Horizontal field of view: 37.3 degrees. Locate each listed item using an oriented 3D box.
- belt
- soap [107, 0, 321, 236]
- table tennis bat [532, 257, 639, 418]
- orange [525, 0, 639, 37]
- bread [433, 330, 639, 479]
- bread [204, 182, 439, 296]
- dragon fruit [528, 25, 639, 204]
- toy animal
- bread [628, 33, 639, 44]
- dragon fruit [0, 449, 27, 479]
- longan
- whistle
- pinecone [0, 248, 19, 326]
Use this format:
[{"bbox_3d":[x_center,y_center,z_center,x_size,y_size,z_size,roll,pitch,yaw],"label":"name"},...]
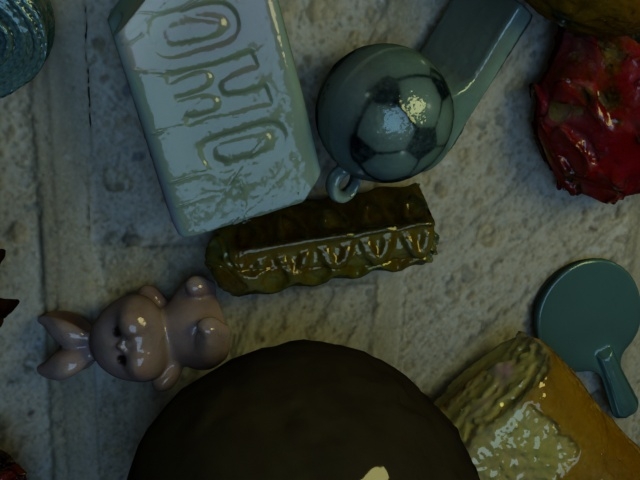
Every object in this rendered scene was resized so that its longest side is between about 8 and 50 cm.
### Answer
[{"bbox_3d":[-0.348,-0.218,0.935,0.148,0.082,0.163,-38,116,11],"label":"belt"},{"bbox_3d":[-0.113,-0.167,1.002,0.173,0.095,0.289,-18,111,-9],"label":"soap"},{"bbox_3d":[0.367,0.133,1.253,0.149,0.038,0.237,-29,108,-6],"label":"table tennis bat"},{"bbox_3d":[0.311,-0.332,0.970,0.264,0.264,0.264,-4,108,-13],"label":"orange"},{"bbox_3d":[0.299,0.310,1.222,0.236,0.165,0.375,-44,111,0],"label":"bread"},{"bbox_3d":[0.000,0.001,1.089,0.270,0.087,0.098,-10,110,-11],"label":"bread"},{"bbox_3d":[0.354,-0.136,1.103,0.261,0.189,0.163,45,66,-25],"label":"dragon fruit"},{"bbox_3d":[-0.211,0.114,1.058,0.213,0.124,0.124,-11,110,-14],"label":"toy animal"},{"bbox_3d":[0.456,-0.193,1.114,0.102,0.138,0.196,-41,110,6],"label":"bread"},{"bbox_3d":[-0.402,0.319,1.050,0.172,0.172,0.209,41,86,-22],"label":"dragon fruit"},{"bbox_3d":[-0.019,0.308,1.011,0.404,0.436,0.403,3,81,-16],"label":"longan"},{"bbox_3d":[0.088,-0.166,1.023,0.164,0.163,0.289,28,98,-20],"label":"whistle"},{"bbox_3d":[-0.480,0.049,0.843,0.398,0.398,0.397,-4,108,-13],"label":"pinecone"}]
